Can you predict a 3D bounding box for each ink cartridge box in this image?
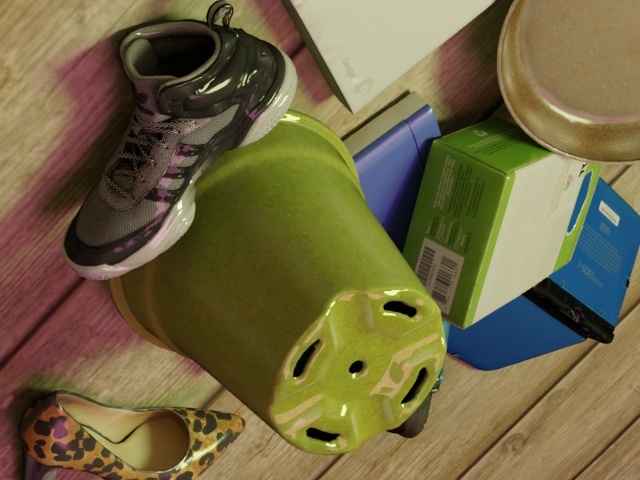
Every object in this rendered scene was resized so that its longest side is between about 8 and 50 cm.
[{"bbox_3d":[0.205,-0.036,1.813,0.255,0.097,0.189,-25,136,-51],"label":"ink cartridge box"}]

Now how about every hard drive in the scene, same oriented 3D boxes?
[{"bbox_3d":[0.114,-0.270,1.539,0.307,0.040,0.203,-39,148,-3],"label":"hard drive"},{"bbox_3d":[0.000,0.000,1.751,0.318,0.040,0.210,-36,148,-7],"label":"hard drive"}]

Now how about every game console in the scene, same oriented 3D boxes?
[{"bbox_3d":[0.258,0.036,2.083,0.293,0.173,0.250,31,74,-58],"label":"game console"}]

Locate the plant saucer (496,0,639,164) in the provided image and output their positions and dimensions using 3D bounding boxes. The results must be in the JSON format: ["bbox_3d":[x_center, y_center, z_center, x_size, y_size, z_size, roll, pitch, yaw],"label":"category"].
[{"bbox_3d":[0.324,-0.211,1.668,0.310,0.050,0.311,-6,130,-7],"label":"plant saucer"}]

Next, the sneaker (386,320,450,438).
[{"bbox_3d":[0.071,0.140,1.943,0.139,0.125,0.341,9,159,3],"label":"sneaker"}]

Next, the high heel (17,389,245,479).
[{"bbox_3d":[-0.188,0.194,1.737,0.261,0.093,0.186,-14,147,-22],"label":"high heel"}]

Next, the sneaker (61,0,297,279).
[{"bbox_3d":[-0.148,-0.093,1.430,0.268,0.101,0.153,-47,148,-1],"label":"sneaker"}]

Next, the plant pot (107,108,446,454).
[{"bbox_3d":[-0.022,0.055,1.538,0.276,0.254,0.276,-18,129,-24],"label":"plant pot"}]
